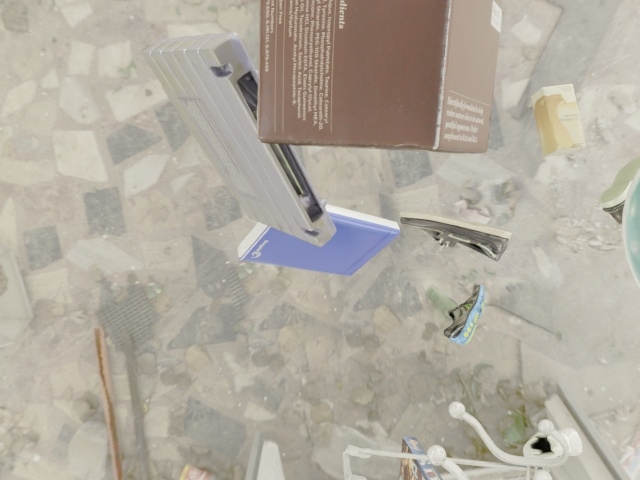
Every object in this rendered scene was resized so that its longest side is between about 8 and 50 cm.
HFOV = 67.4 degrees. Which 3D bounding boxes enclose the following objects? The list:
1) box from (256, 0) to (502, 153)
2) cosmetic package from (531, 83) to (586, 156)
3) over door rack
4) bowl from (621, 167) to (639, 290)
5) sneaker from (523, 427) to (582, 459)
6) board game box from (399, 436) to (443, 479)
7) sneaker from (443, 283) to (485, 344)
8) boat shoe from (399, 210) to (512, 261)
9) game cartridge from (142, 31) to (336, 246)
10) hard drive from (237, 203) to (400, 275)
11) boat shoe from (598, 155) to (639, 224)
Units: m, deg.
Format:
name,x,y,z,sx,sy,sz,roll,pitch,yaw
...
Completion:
name,x,y,z,sx,sy,sz,roll,pitch,yaw
box,0.061,-0.180,0.504,0.203,0.168,0.167,10,103,32
cosmetic package,0.414,-0.208,0.837,0.060,0.041,0.115,-10,84,-6
over door rack,0.110,0.297,0.564,0.324,0.239,0.108,-20,90,29
bowl,0.540,-0.009,0.540,0.163,0.311,0.312,-14,92,-21
sneaker,0.648,0.603,1.412,0.115,0.232,0.090,2,55,-12
board game box,0.278,0.681,1.325,0.042,0.243,0.165,3,97,-9
sneaker,0.368,0.178,1.221,0.078,0.067,0.188,13,50,35
boat shoe,0.239,-0.008,0.869,0.206,0.075,0.065,12,101,-3
game cartridge,-0.123,-0.155,0.773,0.068,0.230,0.355,-43,130,-18
hard drive,0.000,0.000,1.109,0.210,0.318,0.040,-45,47,39
boat shoe,0.704,-0.123,1.070,0.227,0.081,0.069,-40,96,-22
